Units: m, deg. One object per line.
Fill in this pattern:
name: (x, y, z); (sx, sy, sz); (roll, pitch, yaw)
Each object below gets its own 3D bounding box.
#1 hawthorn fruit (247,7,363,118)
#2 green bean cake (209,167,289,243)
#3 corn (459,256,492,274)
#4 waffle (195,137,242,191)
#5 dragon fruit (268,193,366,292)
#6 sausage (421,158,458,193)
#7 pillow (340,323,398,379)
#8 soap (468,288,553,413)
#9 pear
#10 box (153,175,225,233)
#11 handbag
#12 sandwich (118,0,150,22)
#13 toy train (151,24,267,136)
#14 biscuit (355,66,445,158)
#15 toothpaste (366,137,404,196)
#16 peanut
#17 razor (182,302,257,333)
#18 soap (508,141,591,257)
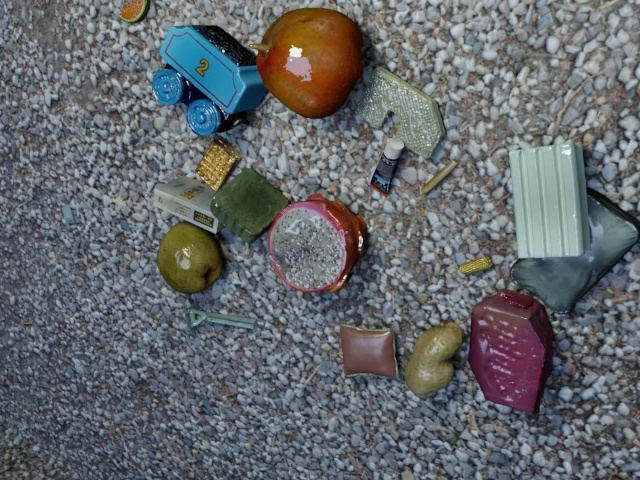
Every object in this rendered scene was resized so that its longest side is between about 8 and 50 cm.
hawthorn fruit: (-0.045, -0.461, 1.747); (0.277, 0.298, 0.277); (-33, 52, 56)
green bean cake: (-0.214, -0.101, 2.067); (0.183, 0.185, 0.094); (42, 143, 5)
corn: (0.422, 0.070, 1.885); (0.092, 0.037, 0.037); (-19, 101, 37)
waffle: (-0.319, -0.236, 2.154); (0.102, 0.042, 0.148); (42, 124, 5)
dragon fruit: (0.000, 0.000, 2.007); (0.290, 0.189, 0.291); (6, 106, 24)
sausage: (0.316, -0.168, 1.847); (0.024, 0.024, 0.132); (47, 124, 4)
pillow: (0.151, 0.341, 2.125); (0.179, 0.075, 0.172); (0, 105, 26)
soap: (0.518, 0.293, 1.876); (0.220, 0.127, 0.325); (10, 114, 23)
pear: (-0.419, 0.061, 2.248); (0.211, 0.188, 0.229); (33, 121, 16)
box: (-0.382, -0.117, 2.174); (0.242, 0.155, 0.067); (23, 119, 17)
handbag: (0.630, 0.039, 1.740); (0.191, 0.075, 0.332); (36, 120, 7)
sandwich: (-0.558, -0.698, 2.095); (0.135, 0.029, 0.067); (-23, 93, 35)
toy train: (-0.311, -0.458, 1.974); (0.300, 0.188, 0.265); (41, 120, 9)
biscuit: (0.216, -0.334, 1.817); (0.250, 0.046, 0.147); (36, 123, 11)
toothpaste: (0.175, -0.198, 1.884); (0.071, 0.045, 0.193); (34, 144, 13)
peanut: (0.330, 0.342, 2.005); (0.137, 0.122, 0.253); (19, 115, 10)
razor: (-0.344, 0.274, 2.390); (0.277, 0.056, 0.111); (2, 113, 20)
soap: (0.552, -0.094, 1.664); (0.159, 0.087, 0.266); (-4, 93, 37)
